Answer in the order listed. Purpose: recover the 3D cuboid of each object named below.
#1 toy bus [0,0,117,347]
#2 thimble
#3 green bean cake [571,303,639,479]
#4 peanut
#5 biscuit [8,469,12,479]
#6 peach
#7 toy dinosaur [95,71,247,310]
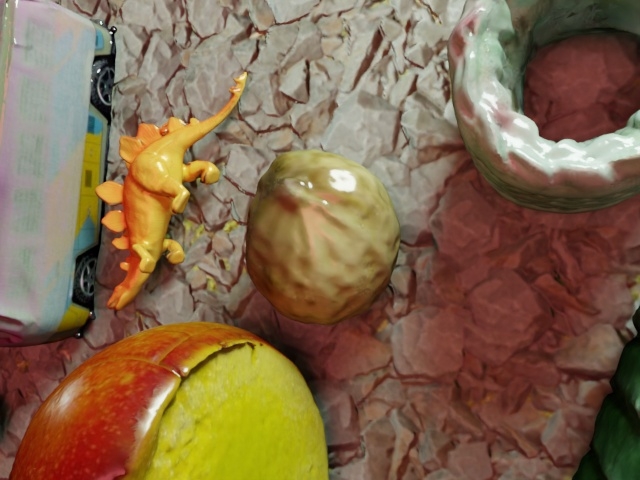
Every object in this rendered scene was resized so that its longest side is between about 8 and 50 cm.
[{"bbox_3d":[-0.347,-0.070,0.605,0.171,0.162,0.386,4,91,19],"label":"toy bus"},{"bbox_3d":[0.202,-0.125,0.411,0.211,0.149,0.185,-30,77,16],"label":"thimble"},{"bbox_3d":[0.331,0.190,0.345,0.300,0.169,0.307,20,94,20],"label":"green bean cake"},{"bbox_3d":[0.000,0.000,0.505,0.141,0.109,0.159,20,108,30],"label":"peanut"},{"bbox_3d":[-0.263,0.328,0.624,0.164,0.047,0.207,-29,79,16],"label":"biscuit"},{"bbox_3d":[-0.129,0.199,0.459,0.245,0.275,0.248,-35,72,13],"label":"peach"},{"bbox_3d":[-0.176,-0.063,0.593,0.117,0.070,0.288,24,92,19],"label":"toy dinosaur"}]
